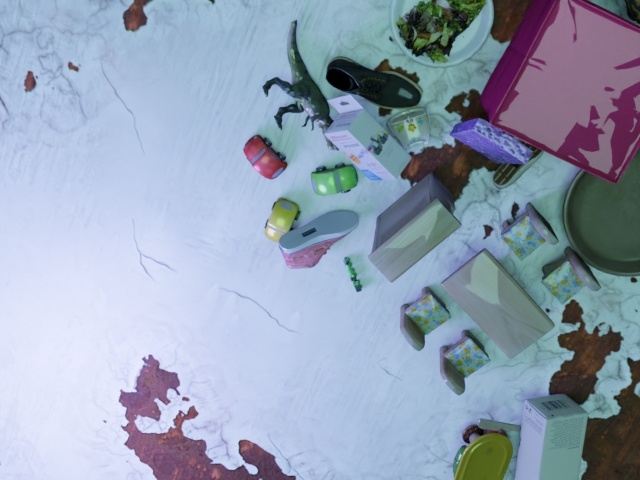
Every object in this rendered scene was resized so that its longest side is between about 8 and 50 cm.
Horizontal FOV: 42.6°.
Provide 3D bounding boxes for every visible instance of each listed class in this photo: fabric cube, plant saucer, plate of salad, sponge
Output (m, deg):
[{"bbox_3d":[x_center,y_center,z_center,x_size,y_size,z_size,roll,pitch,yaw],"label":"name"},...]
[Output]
[{"bbox_3d":[0.464,-0.291,1.488,0.254,0.258,0.259,27,109,-1],"label":"fabric cube"},{"bbox_3d":[0.626,-0.063,1.652,0.278,0.041,0.277,2,107,5],"label":"plant saucer"},{"bbox_3d":[0.233,-0.432,1.581,0.200,0.048,0.199,2,108,6],"label":"plate of salad"},{"bbox_3d":[0.321,-0.187,1.564,0.117,0.210,0.031,31,94,-5],"label":"sponge"}]

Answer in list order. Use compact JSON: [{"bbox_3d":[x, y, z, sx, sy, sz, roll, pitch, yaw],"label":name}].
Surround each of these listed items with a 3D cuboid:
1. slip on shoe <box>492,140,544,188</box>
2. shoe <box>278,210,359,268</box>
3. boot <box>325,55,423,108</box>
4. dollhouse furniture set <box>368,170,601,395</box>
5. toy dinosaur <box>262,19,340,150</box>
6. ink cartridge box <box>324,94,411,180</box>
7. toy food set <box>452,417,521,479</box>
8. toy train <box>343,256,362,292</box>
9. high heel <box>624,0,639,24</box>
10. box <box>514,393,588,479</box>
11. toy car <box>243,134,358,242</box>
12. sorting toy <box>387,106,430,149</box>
[{"bbox_3d":[0.402,-0.156,1.655,0.051,0.041,0.135,42,91,23],"label":"slip on shoe"},{"bbox_3d":[0.000,0.000,1.745,0.178,0.063,0.081,-22,142,-7],"label":"shoe"},{"bbox_3d":[0.100,-0.293,1.594,0.198,0.137,0.076,16,109,1],"label":"boot"},{"bbox_3d":[0.296,0.079,1.628,0.362,0.256,0.394,-41,99,17],"label":"dollhouse furniture set"},{"bbox_3d":[-0.049,-0.293,1.653,0.118,0.064,0.268,-24,103,-1],"label":"toy dinosaur"},{"bbox_3d":[0.080,-0.199,1.617,0.181,0.104,0.061,43,74,-21],"label":"ink cartridge box"},{"bbox_3d":[0.361,0.475,1.853,0.128,0.071,0.217,7,112,-21],"label":"toy food set"},{"bbox_3d":[0.069,0.074,1.775,0.017,0.023,0.083,-22,104,13],"label":"toy train"},{"bbox_3d":[0.541,-0.500,1.448,0.093,0.186,0.261,-28,103,14],"label":"high heel"},{"bbox_3d":[0.500,0.482,1.802,0.113,0.094,0.275,-3,109,-19],"label":"box"},{"bbox_3d":[-0.035,-0.115,1.711,0.225,0.053,0.239,-10,106,10],"label":"toy car"},{"bbox_3d":[0.185,-0.223,1.659,0.083,0.045,0.075,-16,112,11],"label":"sorting toy"}]
